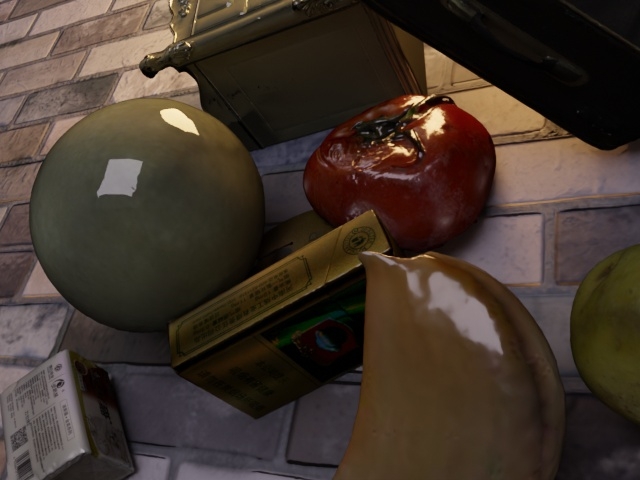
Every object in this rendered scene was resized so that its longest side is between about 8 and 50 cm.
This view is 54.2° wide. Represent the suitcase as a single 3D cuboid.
[{"bbox_3d":[0.218,-0.290,0.624,0.434,0.194,0.283,28,70,-6],"label":"suitcase"}]

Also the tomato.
[{"bbox_3d":[0.085,-0.096,0.706,0.228,0.101,0.227,-11,43,11],"label":"tomato"}]

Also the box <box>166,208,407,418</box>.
[{"bbox_3d":[-0.014,0.083,0.637,0.240,0.159,0.071,-30,48,10],"label":"box"}]

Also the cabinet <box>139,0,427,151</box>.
[{"bbox_3d":[-0.042,-0.318,0.875,0.318,0.227,0.289,-12,56,23],"label":"cabinet"}]

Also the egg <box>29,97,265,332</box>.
[{"bbox_3d":[-0.192,-0.025,0.712,0.258,0.258,0.352,-53,10,-11],"label":"egg"}]

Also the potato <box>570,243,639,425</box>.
[{"bbox_3d":[0.308,0.085,0.442,0.228,0.197,0.149,0,27,47],"label":"potato"}]

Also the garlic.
[{"bbox_3d":[0.079,0.182,0.521,0.196,0.151,0.338,18,89,9],"label":"garlic"}]

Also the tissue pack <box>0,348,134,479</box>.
[{"bbox_3d":[-0.299,0.226,0.736,0.106,0.099,0.148,-35,49,2],"label":"tissue pack"}]

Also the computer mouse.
[{"bbox_3d":[-0.023,0.016,0.746,0.199,0.045,0.102,-20,45,25],"label":"computer mouse"}]
